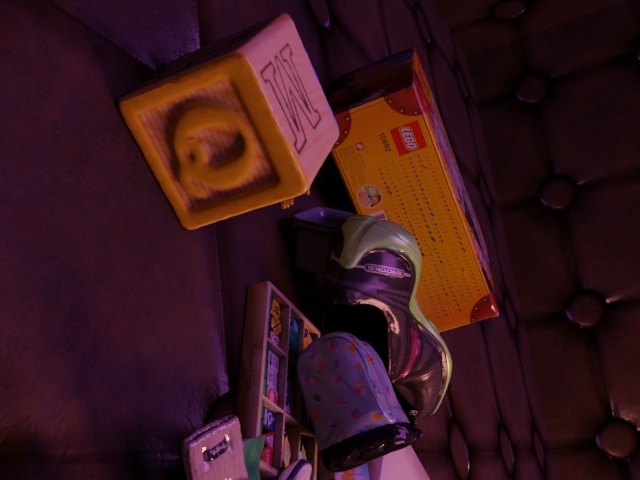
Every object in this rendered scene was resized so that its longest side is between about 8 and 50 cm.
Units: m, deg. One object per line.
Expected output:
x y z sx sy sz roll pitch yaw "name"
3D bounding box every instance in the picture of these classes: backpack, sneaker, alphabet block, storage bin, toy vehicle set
0.044 0.218 1.066 0.115 0.152 0.181 46 23 -66 "backpack"
-0.033 0.345 0.954 0.052 0.058 0.135 47 57 -46 "sneaker"
-0.109 -0.157 0.990 0.193 0.193 0.197 63 24 -21 "alphabet block"
0.000 0.000 1.281 0.135 0.098 0.091 -24 125 -68 "storage bin"
-0.056 0.212 1.068 0.166 0.035 0.266 49 34 -46 "toy vehicle set"
0.091 0.168 1.288 0.202 0.185 0.482 -51 138 -28 "sneaker"

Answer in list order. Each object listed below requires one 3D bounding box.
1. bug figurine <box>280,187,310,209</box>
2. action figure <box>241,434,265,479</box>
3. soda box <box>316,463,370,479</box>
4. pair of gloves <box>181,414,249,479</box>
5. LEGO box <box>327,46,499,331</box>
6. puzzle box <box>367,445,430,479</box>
-0.060 -0.204 1.279 0.278 0.072 0.216 69 23 -11 "bug figurine"
-0.097 0.344 0.855 0.137 0.064 0.232 20 64 -64 "action figure"
0.042 0.408 1.084 0.063 0.058 0.183 10 53 -26 "soda box"
-0.145 0.308 0.727 0.240 0.042 0.204 -31 110 -45 "pair of gloves"
0.193 -0.107 1.584 0.372 0.193 0.500 -74 143 -65 "LEGO box"
0.121 0.524 1.256 0.272 0.052 0.408 63 26 -27 "puzzle box"
